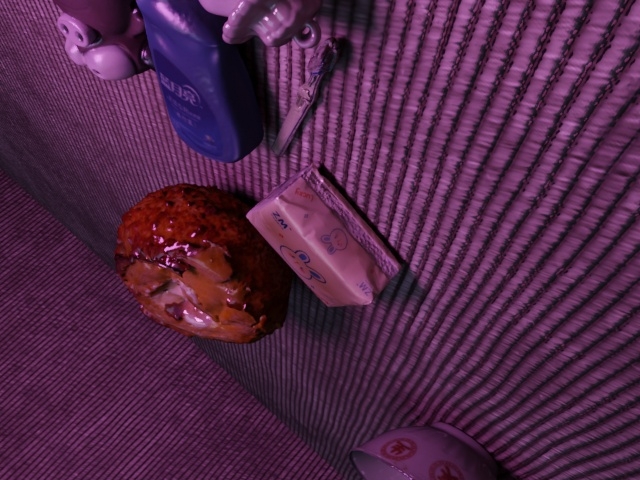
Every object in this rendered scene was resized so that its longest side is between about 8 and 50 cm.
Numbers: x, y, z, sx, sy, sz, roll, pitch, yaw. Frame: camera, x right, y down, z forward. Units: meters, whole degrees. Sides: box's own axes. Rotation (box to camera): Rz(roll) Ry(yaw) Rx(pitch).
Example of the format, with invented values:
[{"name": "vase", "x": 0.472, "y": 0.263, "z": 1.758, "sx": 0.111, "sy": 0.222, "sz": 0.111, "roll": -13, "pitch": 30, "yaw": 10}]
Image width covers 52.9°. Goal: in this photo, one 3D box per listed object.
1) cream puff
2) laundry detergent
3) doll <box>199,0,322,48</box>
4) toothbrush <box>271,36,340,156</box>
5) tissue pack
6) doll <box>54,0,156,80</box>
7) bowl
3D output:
[{"name": "cream puff", "x": -0.195, "y": 0.035, "z": 1.125, "sx": 0.350, "sy": 0.228, "sz": 0.350, "roll": 14, "pitch": 145, "yaw": 10}, {"name": "laundry detergent", "x": -0.154, "y": -0.229, "z": 0.784, "sx": 0.143, "sy": 0.094, "sz": 0.290, "roll": 37, "pitch": 156, "yaw": 28}, {"name": "doll", "x": -0.102, "y": -0.286, "z": 0.577, "sx": 0.293, "sy": 0.138, "sz": 0.119, "roll": 49, "pitch": -163, "yaw": -4}, {"name": "toothbrush", "x": -0.025, "y": -0.161, "z": 0.777, "sx": 0.026, "sy": 0.028, "sz": 0.294, "roll": 46, "pitch": 162, "yaw": 0}, {"name": "tissue pack", "x": 0.000, "y": 0.000, "z": 0.916, "sx": 0.196, "sy": 0.092, "sz": 0.148, "roll": 50, "pitch": 157, "yaw": -9}, {"name": "doll", "x": -0.279, "y": -0.309, "z": 0.833, "sx": 0.182, "sy": 0.117, "sz": 0.257, "roll": 33, "pitch": 152, "yaw": 14}, {"name": "bowl", "x": 0.230, "y": 0.447, "z": 1.202, "sx": 0.337, "sy": 0.157, "sz": 0.337, "roll": 35, "pitch": 156, "yaw": 19}]
